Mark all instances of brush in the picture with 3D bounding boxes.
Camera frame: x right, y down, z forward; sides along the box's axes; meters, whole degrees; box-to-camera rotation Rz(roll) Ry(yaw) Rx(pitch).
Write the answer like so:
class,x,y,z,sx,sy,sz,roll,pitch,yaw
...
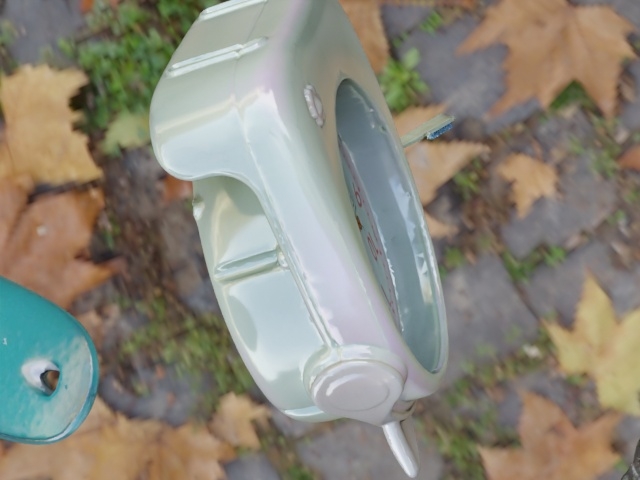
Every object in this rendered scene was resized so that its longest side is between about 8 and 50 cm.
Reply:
class,x,y,z,sx,sy,sz,roll,pitch,yaw
brush,0.087,-0.090,1.667,0.083,0.016,0.013,-29,129,-46
brush,-0.116,0.019,0.533,0.032,0.193,0.043,16,90,-49

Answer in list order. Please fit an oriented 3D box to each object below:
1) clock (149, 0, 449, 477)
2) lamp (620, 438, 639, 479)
class,x,y,z,sx,sy,sz,roll,pitch,yaw
clock,0.000,0.000,1.319,0.108,0.265,0.324,-17,109,13
lamp,0.249,0.130,0.823,0.118,0.253,0.118,-12,107,-42
